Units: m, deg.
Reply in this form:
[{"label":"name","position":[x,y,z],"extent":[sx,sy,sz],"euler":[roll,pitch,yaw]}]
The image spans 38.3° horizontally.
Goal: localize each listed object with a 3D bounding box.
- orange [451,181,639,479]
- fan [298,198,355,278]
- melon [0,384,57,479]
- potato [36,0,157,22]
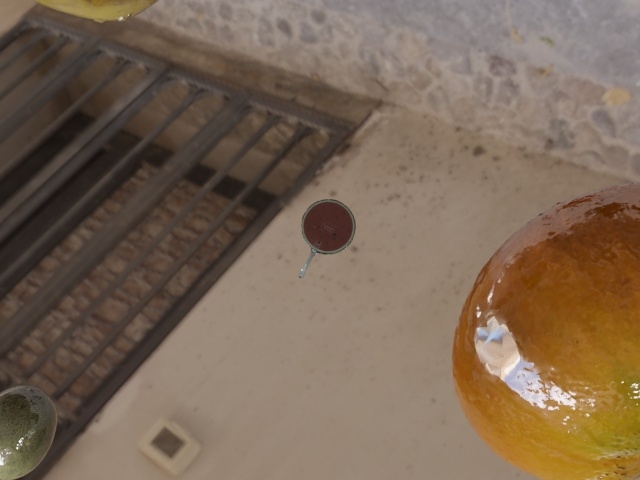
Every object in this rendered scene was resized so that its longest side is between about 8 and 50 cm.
[{"label":"orange","position":[0.265,0.096,0.918],"extent":[0.274,0.310,0.274],"euler":[49,-164,-19]},{"label":"fan","position":[0.000,0.000,1.411],"extent":[0.085,0.133,0.005],"euler":[30,-176,1]},{"label":"melon","position":[-0.402,0.254,1.217],"extent":[0.098,0.131,0.098],"euler":[22,-167,-6]},{"label":"potato","position":[-0.197,-0.257,0.775],"extent":[0.137,0.137,0.176],"euler":[26,-175,30]}]
